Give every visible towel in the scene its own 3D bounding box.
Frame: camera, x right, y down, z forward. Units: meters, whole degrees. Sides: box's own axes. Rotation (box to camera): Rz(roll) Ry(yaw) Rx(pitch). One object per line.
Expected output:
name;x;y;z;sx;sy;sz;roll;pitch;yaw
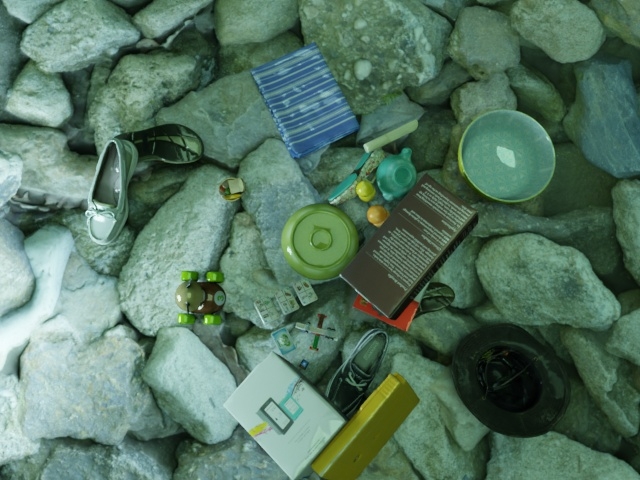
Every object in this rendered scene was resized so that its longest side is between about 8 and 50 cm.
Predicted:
towel;-0.048;-0.449;1.792;0.243;0.040;0.336;-26;83;-8

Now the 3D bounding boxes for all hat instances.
hat;0.536;0.415;1.631;0.331;0.134;0.331;-1;62;2

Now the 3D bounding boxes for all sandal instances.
sandal;-0.498;-0.289;1.723;0.302;0.086;0.120;0;86;12
sandal;0.299;0.198;1.695;0.219;0.060;0.090;-32;69;7

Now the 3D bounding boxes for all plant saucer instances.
plant saucer;0.000;0.000;1.720;0.240;0.037;0.241;1;80;-3

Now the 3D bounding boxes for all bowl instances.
bowl;0.549;-0.238;1.730;0.289;0.156;0.290;1;80;-3

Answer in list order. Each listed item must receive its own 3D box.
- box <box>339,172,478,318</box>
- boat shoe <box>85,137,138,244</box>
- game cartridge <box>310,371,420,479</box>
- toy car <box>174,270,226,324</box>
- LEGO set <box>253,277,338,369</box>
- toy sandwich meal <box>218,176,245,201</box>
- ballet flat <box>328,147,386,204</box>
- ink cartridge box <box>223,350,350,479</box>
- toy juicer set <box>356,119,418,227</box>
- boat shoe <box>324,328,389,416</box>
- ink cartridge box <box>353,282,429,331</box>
box;0.255;0.023;1.593;0.191;0.143;0.381;41;91;20
boat shoe;-0.625;-0.143;1.654;0.118;0.103;0.321;19;95;5
game cartridge;0.134;0.515;1.525;0.052;0.285;0.324;36;78;31
toy car;-0.351;0.159;1.596;0.148;0.188;0.155;3;80;-3
LEGO set;-0.064;0.255;1.662;0.182;0.060;0.244;-24;69;-19
toy sandwich meal;-0.273;-0.161;1.735;0.085;0.029;0.086;1;80;-3
ballet flat;0.125;-0.190;1.739;0.077;0.091;0.241;41;84;-18
ink cartridge box;-0.081;0.471;1.521;0.270;0.198;0.197;40;81;22
toy juicer set;0.201;-0.193;1.713;0.209;0.089;0.329;-6;95;-14
boat shoe;0.108;0.389;1.626;0.108;0.102;0.301;36;81;3
ink cartridge box;0.222;0.124;1.676;0.189;0.066;0.232;23;76;20
